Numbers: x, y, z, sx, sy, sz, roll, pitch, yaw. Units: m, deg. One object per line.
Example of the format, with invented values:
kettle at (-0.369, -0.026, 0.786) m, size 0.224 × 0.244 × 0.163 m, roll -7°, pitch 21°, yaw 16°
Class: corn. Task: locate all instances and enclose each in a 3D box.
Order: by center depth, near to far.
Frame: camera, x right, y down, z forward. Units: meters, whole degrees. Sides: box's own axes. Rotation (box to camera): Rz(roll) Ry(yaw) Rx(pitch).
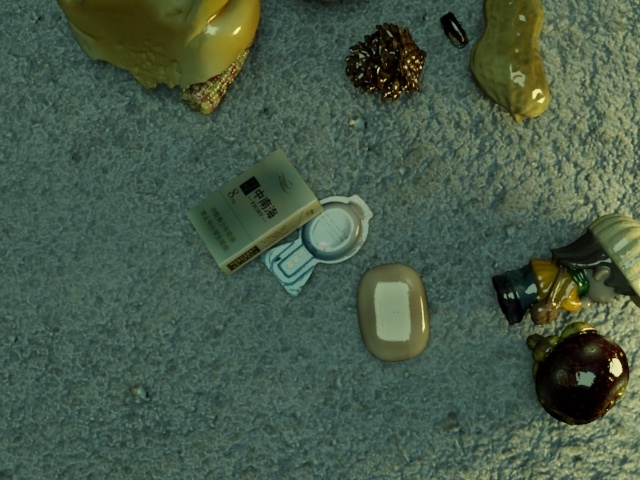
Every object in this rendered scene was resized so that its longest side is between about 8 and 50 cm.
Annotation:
corn at (-0.203, -0.381, 1.950) m, size 0.086 × 0.086 × 0.253 m, roll 31°, pitch 84°, yaw 4°

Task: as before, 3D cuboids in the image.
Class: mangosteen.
mangosteen at (0.495, 0.252, 1.834) m, size 0.192 × 0.192 × 0.217 m, roll -46°, pitch 61°, yaw -2°

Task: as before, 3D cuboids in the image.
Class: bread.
bread at (-0.339, -0.476, 1.861) m, size 0.424 × 0.245 × 0.328 m, roll 13°, pitch 89°, yaw 21°

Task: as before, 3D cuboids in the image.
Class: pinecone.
pinecone at (0.132, -0.365, 1.905) m, size 0.174 × 0.173 × 0.173 m, roll 0°, pitch 86°, yaw 2°

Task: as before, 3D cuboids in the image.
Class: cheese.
cheese at (0.000, 0.000, 1.928) m, size 0.245 × 0.052 × 0.135 m, roll -40°, pitch 83°, yaw 0°

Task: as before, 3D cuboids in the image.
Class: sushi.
sushi at (0.286, -0.447, 1.954) m, size 0.044 × 0.046 × 0.083 m, roll -34°, pitch 85°, yaw -1°

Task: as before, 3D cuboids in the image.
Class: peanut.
peanut at (0.384, -0.391, 1.898) m, size 0.159 × 0.143 × 0.291 m, roll -1°, pitch 83°, yaw -8°

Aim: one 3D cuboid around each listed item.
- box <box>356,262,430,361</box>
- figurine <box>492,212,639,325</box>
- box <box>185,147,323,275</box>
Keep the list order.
box at (0.148, 0.146, 1.892) m, size 0.146 × 0.088 × 0.200 m, roll -6°, pitch 86°, yaw 3°
figurine at (0.512, 0.054, 1.842) m, size 0.332 × 0.185 × 0.204 m, roll -4°, pitch 109°, yaw 1°
box at (-0.135, -0.060, 1.908) m, size 0.243 × 0.067 × 0.155 m, roll -34°, pitch 66°, yaw 0°
